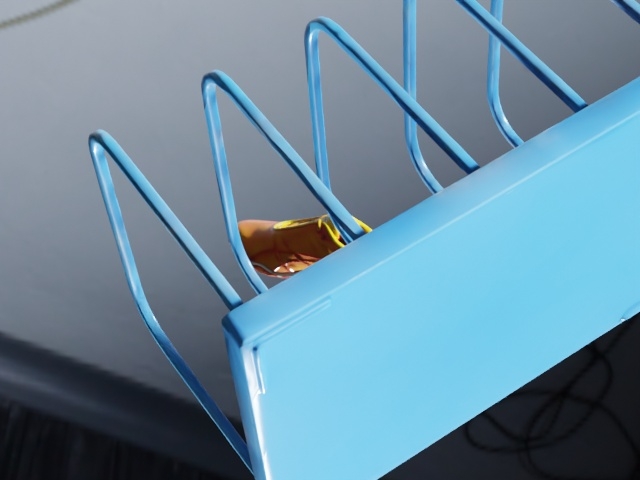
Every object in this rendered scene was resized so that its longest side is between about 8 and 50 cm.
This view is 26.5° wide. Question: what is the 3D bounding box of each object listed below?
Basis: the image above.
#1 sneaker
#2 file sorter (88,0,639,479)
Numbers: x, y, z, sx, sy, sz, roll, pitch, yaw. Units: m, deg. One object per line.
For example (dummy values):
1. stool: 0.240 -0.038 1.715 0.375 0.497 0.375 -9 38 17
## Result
1. sneaker: 0.000 0.000 1.104 0.175 0.064 0.067 11 117 31
2. file sorter: 0.027 -0.011 0.439 0.170 0.104 0.118 -29 147 -17
